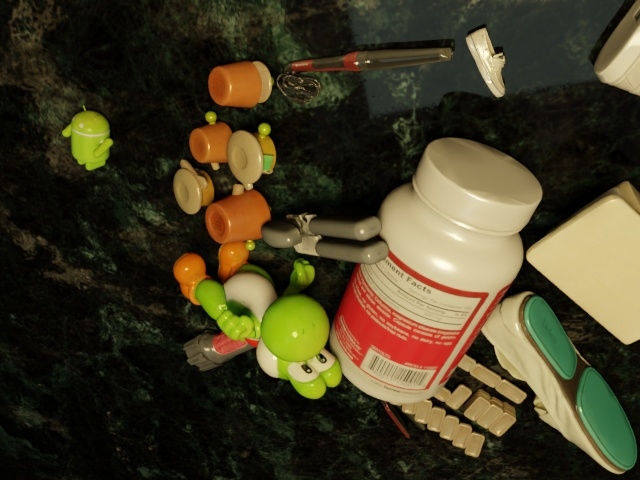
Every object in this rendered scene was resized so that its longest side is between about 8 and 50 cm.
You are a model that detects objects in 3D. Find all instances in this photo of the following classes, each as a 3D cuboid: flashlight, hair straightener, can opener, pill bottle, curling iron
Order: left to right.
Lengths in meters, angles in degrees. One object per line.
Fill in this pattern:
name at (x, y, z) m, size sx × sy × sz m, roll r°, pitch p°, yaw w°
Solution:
flashlight at (-0.176, 0.199, 1.176) m, size 0.304 × 0.103 × 0.103 m, roll -26°, pitch 84°, yaw 32°
can opener at (0.000, 0.000, 0.861) m, size 0.280 × 0.093 × 0.074 m, roll 4°, pitch 116°, yaw 58°
curling iron at (0.061, -0.259, 0.829) m, size 0.274 × 0.035 × 0.068 m, roll -6°, pitch 124°, yaw 23°
hair straightener at (0.165, 0.322, 1.180) m, size 0.089 × 0.047 × 0.230 m, roll -32°, pitch 103°, yaw 15°
pill bottle at (0.173, 0.055, 0.876) m, size 0.229 × 0.229 × 0.407 m, roll 22°, pitch 126°, yaw 4°

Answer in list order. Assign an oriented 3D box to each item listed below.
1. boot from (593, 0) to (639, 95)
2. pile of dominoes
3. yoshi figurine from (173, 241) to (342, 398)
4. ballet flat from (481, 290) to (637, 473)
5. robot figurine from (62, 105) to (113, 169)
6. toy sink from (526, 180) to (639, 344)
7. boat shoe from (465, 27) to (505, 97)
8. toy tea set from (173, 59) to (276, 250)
boot at (0.460, -0.285, 0.649) m, size 0.124 × 0.095 × 0.258 m, roll 23°, pitch 135°, yaw -3°
pile of dominoes at (0.274, 0.315, 1.130) m, size 0.251 × 0.040 × 0.195 m, roll 33°, pitch 115°, yaw 2°
yoshi figurine at (-0.097, 0.110, 0.950) m, size 0.362 × 0.203 × 0.203 m, roll 37°, pitch 91°, yaw 34°
ballet flat at (0.427, 0.257, 1.000) m, size 0.139 × 0.139 × 0.400 m, roll -30°, pitch 104°, yaw 32°
robot figurine at (-0.430, -0.191, 1.024) m, size 0.101 × 0.067 × 0.115 m, roll 34°, pitch 129°, yaw 21°
toy sink at (0.438, 0.016, 0.820) m, size 0.234 × 0.131 × 0.153 m, roll 37°, pitch 126°, yaw -13°
boat shoe at (0.243, -0.252, 0.772) m, size 0.035 × 0.035 × 0.100 m, roll -22°, pitch 106°, yaw 33°
toy tea set at (-0.134, -0.142, 0.950) m, size 0.200 × 0.124 × 0.336 m, roll 49°, pitch 133°, yaw 21°
